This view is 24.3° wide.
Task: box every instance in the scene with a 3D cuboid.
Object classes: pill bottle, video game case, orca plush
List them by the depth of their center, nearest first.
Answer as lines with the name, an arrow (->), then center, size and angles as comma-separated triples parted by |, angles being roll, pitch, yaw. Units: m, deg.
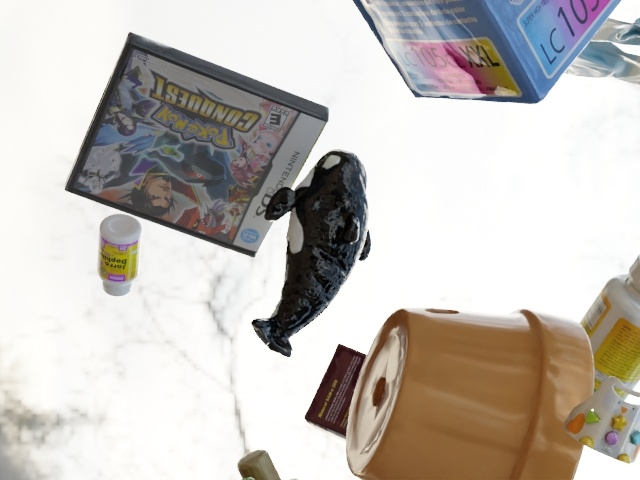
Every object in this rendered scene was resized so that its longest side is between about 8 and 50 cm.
pill bottle -> -0.205, 0.017, 1.516 | 0.043, 0.043, 0.083 | -109, -158, -48
orca plush -> 0.000, 0.000, 1.871 | 0.287, 0.151, 0.102 | -54, -166, -28
video game case -> -0.162, -0.117, 1.927 | 0.035, 0.275, 0.248 | -90, -156, -52
pill bottle -> 0.428, 0.121, 2.083 | 0.208, 0.117, 0.117 | -62, -151, 28

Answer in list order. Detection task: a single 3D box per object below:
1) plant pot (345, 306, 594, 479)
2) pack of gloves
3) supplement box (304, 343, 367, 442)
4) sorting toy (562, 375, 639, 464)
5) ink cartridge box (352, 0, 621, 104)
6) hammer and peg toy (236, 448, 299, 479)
plant pot -> 0.157, 0.199, 1.700 | 0.291, 0.203, 0.291 | -162, -90, -78
pack of gloves -> 0.319, -0.216, 1.564 | 0.195, 0.232, 0.046 | 99, -1, -78
supplement box -> 0.111, 0.262, 2.227 | 0.130, 0.239, 0.073 | -64, 165, -15
sorting toy -> 0.300, 0.179, 1.505 | 0.045, 0.083, 0.075 | -72, -174, -80
ink cartridge box -> 0.092, -0.331, 1.079 | 0.151, 0.395, 0.270 | 5, -131, 51
hammer and peg toy -> -0.118, 0.334, 1.376 | 0.361, 0.266, 0.127 | -124, -171, -79
